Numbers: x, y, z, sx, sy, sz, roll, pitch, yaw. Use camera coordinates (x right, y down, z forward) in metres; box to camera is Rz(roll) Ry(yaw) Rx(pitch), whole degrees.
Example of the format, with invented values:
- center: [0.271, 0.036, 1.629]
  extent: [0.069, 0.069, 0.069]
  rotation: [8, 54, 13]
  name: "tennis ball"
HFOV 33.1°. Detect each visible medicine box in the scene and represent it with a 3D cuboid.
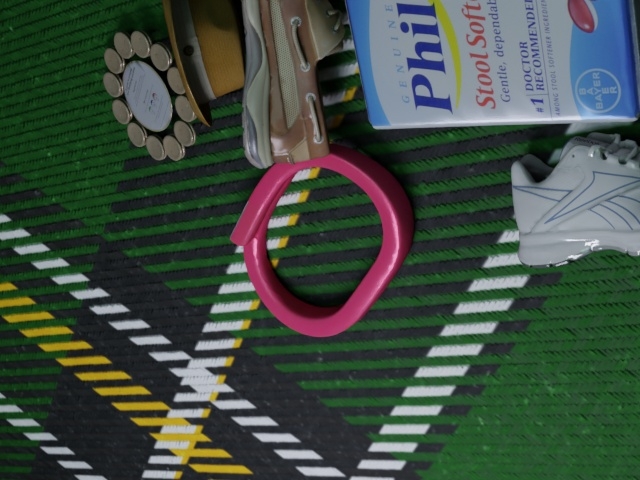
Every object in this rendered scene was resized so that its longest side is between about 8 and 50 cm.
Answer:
- center: [0.180, -0.257, 1.058]
  extent: [0.289, 0.149, 0.263]
  rotation: [1, 115, 32]
  name: "medicine box"

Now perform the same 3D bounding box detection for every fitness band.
- center: [0.000, 0.000, 1.384]
  extent: [0.209, 0.054, 0.291]
  rotation: [38, 130, 7]
  name: "fitness band"

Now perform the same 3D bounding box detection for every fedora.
- center: [-0.132, -0.237, 1.293]
  extent: [0.079, 0.194, 0.194]
  rotation: [-14, 110, 1]
  name: "fedora"

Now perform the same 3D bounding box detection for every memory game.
- center: [-0.227, -0.191, 1.429]
  extent: [0.186, 0.012, 0.186]
  rotation: [26, 132, 33]
  name: "memory game"

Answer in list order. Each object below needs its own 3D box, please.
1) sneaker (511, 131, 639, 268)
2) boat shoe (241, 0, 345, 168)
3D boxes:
- center: [0.308, -0.051, 1.101]
  extent: [0.297, 0.111, 0.129]
  rotation: [-12, 99, 46]
  name: "sneaker"
- center: [-0.029, -0.243, 1.239]
  extent: [0.116, 0.123, 0.324]
  rotation: [2, 111, 2]
  name: "boat shoe"
